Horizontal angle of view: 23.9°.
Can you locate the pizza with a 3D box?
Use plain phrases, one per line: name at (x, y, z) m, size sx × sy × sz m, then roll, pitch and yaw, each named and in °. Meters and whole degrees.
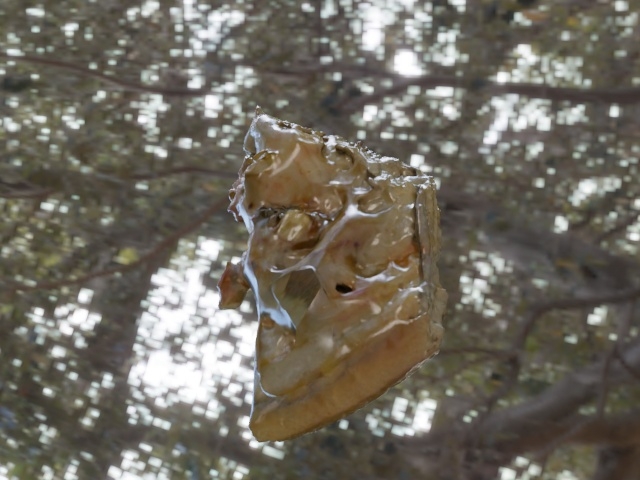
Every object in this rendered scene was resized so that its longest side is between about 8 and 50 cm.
pizza at (0.000, 0.000, 1.150) m, size 0.071 × 0.189 × 0.297 m, roll 42°, pitch -148°, yaw -45°
